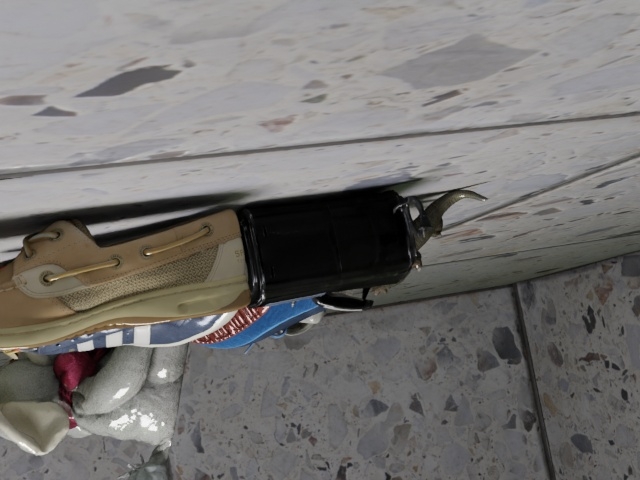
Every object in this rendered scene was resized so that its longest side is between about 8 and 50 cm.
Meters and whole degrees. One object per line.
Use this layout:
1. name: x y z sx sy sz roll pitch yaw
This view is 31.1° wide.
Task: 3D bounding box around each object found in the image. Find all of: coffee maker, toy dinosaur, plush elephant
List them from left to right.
1. plush elephant: -0.308 0.171 1.481 0.256 0.329 0.272 9 171 -8
2. coffee maker: 0.000 0.000 1.233 0.178 0.120 0.171 -9 150 -21
3. toy dinosaur: 0.062 0.022 1.406 0.314 0.121 0.160 -10 -174 32

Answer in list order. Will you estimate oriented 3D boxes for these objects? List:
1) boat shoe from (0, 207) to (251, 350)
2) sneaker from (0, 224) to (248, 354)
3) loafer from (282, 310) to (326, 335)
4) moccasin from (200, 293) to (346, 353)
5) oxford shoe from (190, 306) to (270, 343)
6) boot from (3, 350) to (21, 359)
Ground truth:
1. boat shoe: -0.239 0.035 1.089 0.341 0.110 0.122 -8 -176 -19
2. sneaker: -0.244 0.065 1.233 0.350 0.131 0.148 -14 177 32
3. loafer: -0.064 0.118 2.074 0.112 0.111 0.319 -8 173 -15
4. moccasin: -0.068 0.096 1.788 0.342 0.137 0.117 -14 177 36
5. oxford shoe: -0.195 0.083 1.723 0.348 0.123 0.130 -16 -162 34
6. boot: -0.441 0.200 1.779 0.095 0.203 0.262 -12 175 13
